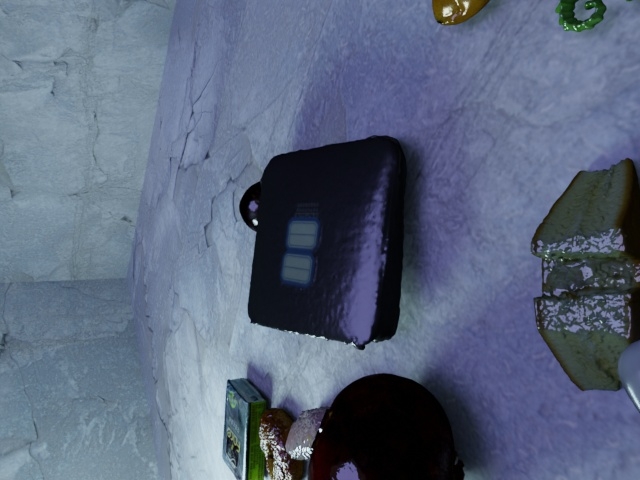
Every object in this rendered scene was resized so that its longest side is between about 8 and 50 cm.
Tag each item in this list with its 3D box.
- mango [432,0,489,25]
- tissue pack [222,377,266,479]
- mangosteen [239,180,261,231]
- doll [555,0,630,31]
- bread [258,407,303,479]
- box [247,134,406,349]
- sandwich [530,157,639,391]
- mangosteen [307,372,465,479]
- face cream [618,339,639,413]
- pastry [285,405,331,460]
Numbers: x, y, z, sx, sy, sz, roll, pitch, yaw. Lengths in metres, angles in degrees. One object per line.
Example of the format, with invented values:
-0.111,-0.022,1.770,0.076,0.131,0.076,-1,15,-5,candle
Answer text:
0.200,-0.365,0.602,0.105,0.084,0.159,32,139,36,mango
-0.206,0.511,1.259,0.173,0.073,0.236,14,102,59,tissue pack
-0.104,-0.065,1.046,0.151,0.137,0.137,44,130,19,mangosteen
0.316,-0.250,0.441,0.190,0.050,0.115,25,104,57,doll
-0.099,0.490,1.098,0.193,0.063,0.193,9,101,60,bread
0.000,0.000,0.838,0.359,0.091,0.351,0,82,46,box
0.275,0.040,0.468,0.090,0.088,0.245,-6,85,54,sandwich
0.115,0.317,0.644,0.261,0.235,0.236,23,117,10,mangosteen
0.372,0.078,0.309,0.291,0.071,0.144,-44,74,38,face cream
0.008,0.369,0.879,0.265,0.112,0.103,-32,52,52,pastry
